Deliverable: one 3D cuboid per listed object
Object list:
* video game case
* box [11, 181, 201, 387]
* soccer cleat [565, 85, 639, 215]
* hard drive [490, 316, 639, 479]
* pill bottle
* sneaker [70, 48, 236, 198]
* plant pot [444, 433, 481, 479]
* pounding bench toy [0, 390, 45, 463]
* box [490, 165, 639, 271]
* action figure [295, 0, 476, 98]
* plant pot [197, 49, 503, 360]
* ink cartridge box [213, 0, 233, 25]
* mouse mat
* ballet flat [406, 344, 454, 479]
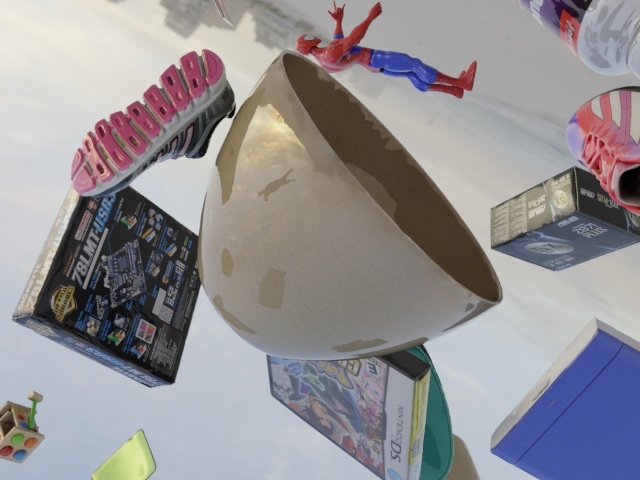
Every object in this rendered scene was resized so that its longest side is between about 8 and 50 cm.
[{"bbox_3d":[0.025,0.196,0.936,0.275,0.248,0.035,28,-133,33],"label":"video game case"},{"bbox_3d":[-0.342,0.066,1.186,0.293,0.073,0.295,39,-131,-39],"label":"box"},{"bbox_3d":[0.322,-0.084,0.688,0.318,0.116,0.109,-125,14,-69],"label":"soccer cleat"},{"bbox_3d":[0.388,0.246,0.771,0.318,0.210,0.040,29,-151,1],"label":"hard drive"},{"bbox_3d":[0.388,-0.353,0.940,0.181,0.181,0.323,19,-148,-44],"label":"pill bottle"},{"bbox_3d":[-0.140,-0.090,0.600,0.063,0.170,0.075,51,-177,27],"label":"sneaker"},{"bbox_3d":[0.217,0.511,1.302,0.256,0.256,0.274,31,-141,-12],"label":"plant pot"},{"bbox_3d":[-0.422,0.262,0.961,0.065,0.083,0.052,44,-178,43],"label":"pounding bench toy"},{"bbox_3d":[0.379,-0.027,1.056,0.147,0.180,0.077,18,-116,-25],"label":"box"},{"bbox_3d":[0.104,-0.317,1.076,0.280,0.139,0.091,8,176,-5],"label":"action figure"},{"bbox_3d":[0.000,0.000,0.620,0.284,0.191,0.284,42,-161,-18],"label":"plant pot"},{"bbox_3d":[-0.157,-0.419,0.887,0.261,0.066,0.296,61,-177,-16],"label":"ink cartridge box"},{"bbox_3d":[-0.498,0.585,1.714,0.007,0.189,0.152,48,180,-41],"label":"mouse mat"},{"bbox_3d":[0.076,0.177,1.142,0.483,0.164,0.182,65,159,-6],"label":"ballet flat"}]
